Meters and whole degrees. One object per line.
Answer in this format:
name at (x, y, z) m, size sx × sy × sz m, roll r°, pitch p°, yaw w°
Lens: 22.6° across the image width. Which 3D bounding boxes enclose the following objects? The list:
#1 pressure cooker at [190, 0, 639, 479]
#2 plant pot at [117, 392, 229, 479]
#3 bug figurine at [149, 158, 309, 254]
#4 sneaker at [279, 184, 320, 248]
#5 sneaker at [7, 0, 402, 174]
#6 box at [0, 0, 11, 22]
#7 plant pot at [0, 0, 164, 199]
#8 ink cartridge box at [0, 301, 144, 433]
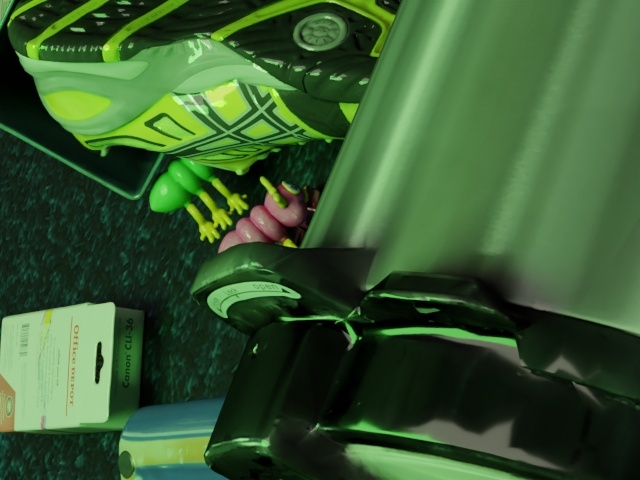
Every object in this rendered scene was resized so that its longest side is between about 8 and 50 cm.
pressure cooker at (0.158, 0.049, 0.760) m, size 0.369 × 0.375 × 0.420 m, roll 12°, pitch 67°, yaw 22°
plant pot at (-0.002, 0.204, 1.087) m, size 0.236 × 0.212 × 0.236 m, roll -10°, pitch 84°, yaw 48°
bug figurine at (-0.033, -0.076, 1.289) m, size 0.216 × 0.072 × 0.279 m, roll -49°, pitch 45°, yaw 0°
sneaker at (0.000, 0.000, 1.291) m, size 0.057 × 0.047 × 0.119 m, roll -48°, pitch 50°, yaw 16°
sneaker at (-0.035, -0.128, 1.187) m, size 0.384 × 0.147 × 0.145 m, roll 7°, pitch 51°, yaw 21°
box at (-0.330, -0.248, 1.664) m, size 0.311 × 0.121 × 0.148 m, roll -4°, pitch 79°, yaw 49°
plant pot at (-0.170, -0.178, 1.385) m, size 0.166 × 0.165 × 0.234 m, roll -58°, pitch 6°, yaw 22°
ink cartridge box at (-0.226, 0.123, 1.505) m, size 0.198 × 0.067 × 0.115 m, roll -10°, pitch 75°, yaw 50°
